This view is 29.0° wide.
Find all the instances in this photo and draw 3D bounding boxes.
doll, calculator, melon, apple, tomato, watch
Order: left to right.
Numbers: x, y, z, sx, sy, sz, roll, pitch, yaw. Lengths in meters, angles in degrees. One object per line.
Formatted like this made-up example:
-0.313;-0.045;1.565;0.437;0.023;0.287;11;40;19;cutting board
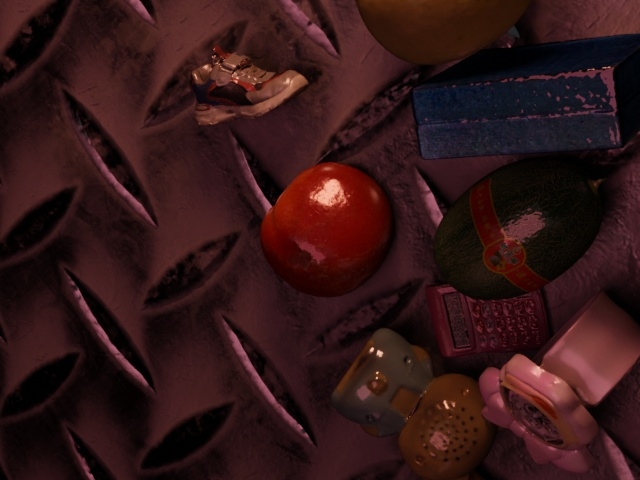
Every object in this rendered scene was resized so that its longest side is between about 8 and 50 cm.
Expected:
0.000;0.000;1.985;0.200;0.139;0.233;39;122;5;tomato
0.160;0.266;1.970;0.260;0.161;0.177;35;89;7;doll
0.162;-0.378;1.668;0.254;0.292;0.292;-36;88;15;apple
0.263;0.118;1.942;0.190;0.034;0.127;-7;103;26;calculator
0.291;-0.021;1.786;0.287;0.182;0.182;-37;88;31;melon
0.377;0.200;1.813;0.211;0.217;0.248;43;162;10;watch

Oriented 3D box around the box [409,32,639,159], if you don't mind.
0.301;-0.195;1.667;0.278;0.261;0.116;0;110;30;box

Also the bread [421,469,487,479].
0.305;0.522;2.022;0.380;0.109;0.185;37;130;15;bread

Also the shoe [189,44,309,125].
-0.124;-0.261;1.984;0.227;0.099;0.126;-9;106;36;shoe
